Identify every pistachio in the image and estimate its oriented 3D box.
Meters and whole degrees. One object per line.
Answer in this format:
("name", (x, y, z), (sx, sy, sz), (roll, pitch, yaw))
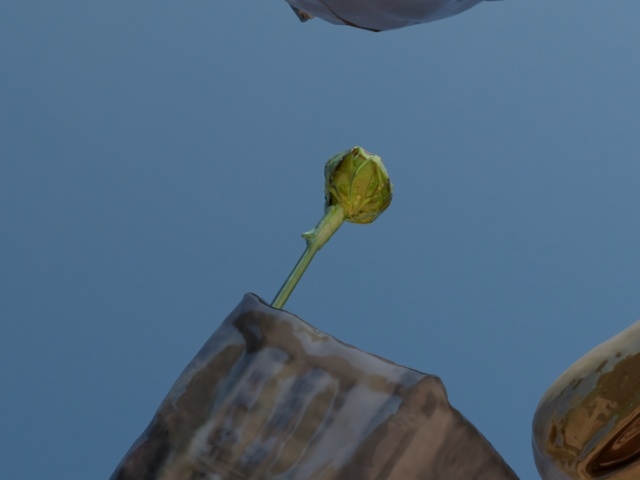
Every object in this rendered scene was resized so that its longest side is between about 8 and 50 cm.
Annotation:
("pistachio", (0.261, 0.130, 1.337), (0.206, 0.131, 0.129), (-39, -83, -4))

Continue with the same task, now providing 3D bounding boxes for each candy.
("candy", (0.000, 0.000, 1.332), (0.062, 0.058, 0.194), (47, -128, -17))

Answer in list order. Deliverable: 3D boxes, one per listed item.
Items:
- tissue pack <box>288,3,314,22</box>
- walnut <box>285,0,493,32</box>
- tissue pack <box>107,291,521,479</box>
("tissue pack", (-0.017, -0.260, 1.282), (0.156, 0.051, 0.112), (57, -136, -25))
("walnut", (0.076, -0.292, 0.895), (0.384, 0.383, 0.383), (-5, -76, -22))
("tissue pack", (-0.044, 0.258, 0.612), (0.394, 0.124, 0.288), (-53, -44, -16))
